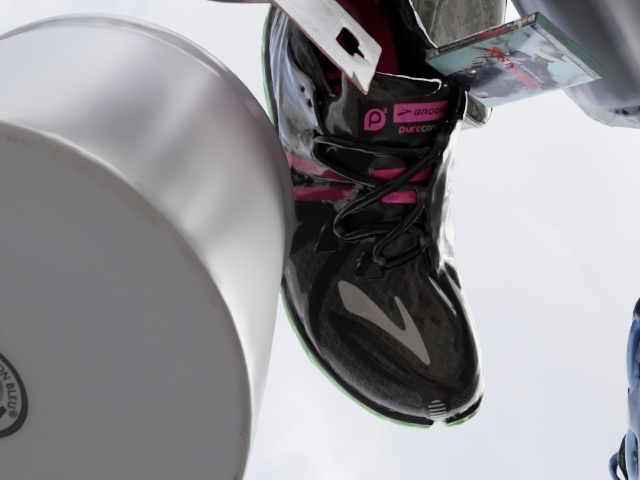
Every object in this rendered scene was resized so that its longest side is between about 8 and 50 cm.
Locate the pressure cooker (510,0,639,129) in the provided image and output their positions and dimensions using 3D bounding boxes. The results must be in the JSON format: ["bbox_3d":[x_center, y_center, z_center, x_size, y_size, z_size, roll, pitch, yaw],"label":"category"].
[{"bbox_3d":[0.293,-0.354,0.784,0.420,0.375,0.370,53,-133,-20],"label":"pressure cooker"}]

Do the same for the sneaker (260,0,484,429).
[{"bbox_3d":[0.043,-0.062,0.861,0.185,0.202,0.483,-12,-102,-15],"label":"sneaker"}]

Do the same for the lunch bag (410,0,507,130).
[{"bbox_3d":[0.092,-0.290,1.244,0.212,0.256,0.305,24,-112,-46],"label":"lunch bag"}]

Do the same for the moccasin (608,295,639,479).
[{"bbox_3d":[0.242,0.129,0.541,0.137,0.117,0.342,-24,-41,-4],"label":"moccasin"}]

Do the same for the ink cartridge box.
[{"bbox_3d":[-0.061,-0.186,0.637,0.066,0.189,0.232,-37,-78,18],"label":"ink cartridge box"}]

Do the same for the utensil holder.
[{"bbox_3d":[-0.181,0.025,0.633,0.327,0.385,0.327,0,-73,-1],"label":"utensil holder"}]

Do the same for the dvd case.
[{"bbox_3d":[0.157,-0.145,0.764,0.087,0.119,0.013,28,-113,-33],"label":"dvd case"}]
